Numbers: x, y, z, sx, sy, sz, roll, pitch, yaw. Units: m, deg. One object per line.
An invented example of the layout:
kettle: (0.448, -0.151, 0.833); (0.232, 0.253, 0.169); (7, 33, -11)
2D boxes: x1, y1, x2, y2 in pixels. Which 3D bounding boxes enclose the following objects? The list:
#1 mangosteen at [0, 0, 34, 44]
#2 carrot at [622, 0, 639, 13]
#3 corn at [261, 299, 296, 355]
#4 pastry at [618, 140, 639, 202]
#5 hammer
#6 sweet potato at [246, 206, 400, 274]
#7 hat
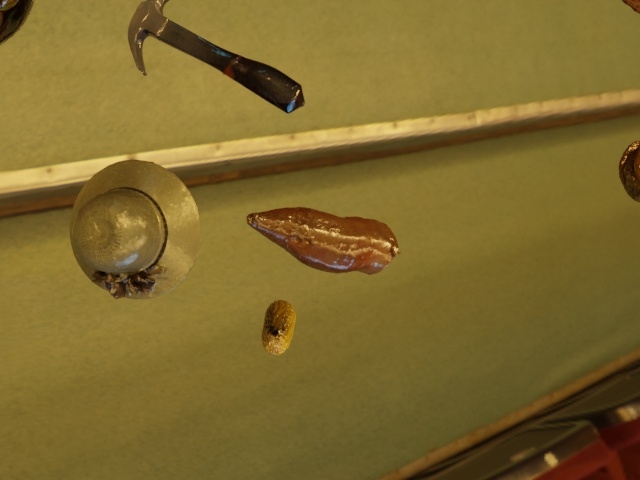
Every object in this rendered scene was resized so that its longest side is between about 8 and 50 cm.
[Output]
mangosteen: (-0.588, -0.440, 1.347); (0.297, 0.313, 0.296); (8, 70, -24)
carrot: (0.413, -0.403, 0.914); (0.214, 0.193, 0.331); (-7, 109, -51)
corn: (-0.087, 0.180, 1.797); (0.072, 0.203, 0.072); (0, 106, 1)
pastry: (0.479, -0.096, 1.224); (0.097, 0.057, 0.109); (-26, 85, -11)
hammer: (-0.152, -0.259, 1.244); (0.290, 0.037, 0.137); (31, 86, 13)
sweet potato: (-0.002, 0.000, 1.760); (0.337, 0.131, 0.131); (8, 80, -32)
hat: (-0.349, -0.016, 1.483); (0.130, 0.257, 0.257); (-10, 91, -74)
